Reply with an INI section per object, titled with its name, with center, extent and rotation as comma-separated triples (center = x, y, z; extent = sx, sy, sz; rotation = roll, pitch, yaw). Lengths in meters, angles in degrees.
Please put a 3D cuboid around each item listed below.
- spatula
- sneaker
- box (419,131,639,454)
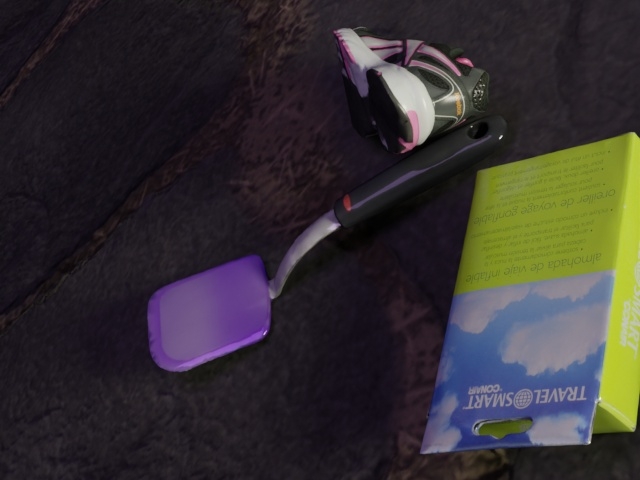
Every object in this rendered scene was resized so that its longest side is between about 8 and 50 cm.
[spatula]
center = 0.000, 0.000, 0.850
extent = 0.296, 0.030, 0.084
rotation = -33, 42, 24
[sneaker]
center = 0.062, -0.103, 0.850
extent = 0.077, 0.072, 0.178
rotation = -14, 26, -8
[box]
center = 0.120, 0.035, 0.680
extent = 0.109, 0.042, 0.178
rotation = -13, 52, 42
